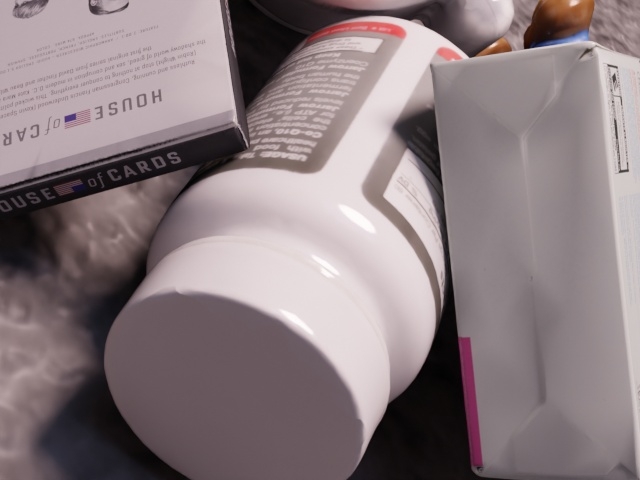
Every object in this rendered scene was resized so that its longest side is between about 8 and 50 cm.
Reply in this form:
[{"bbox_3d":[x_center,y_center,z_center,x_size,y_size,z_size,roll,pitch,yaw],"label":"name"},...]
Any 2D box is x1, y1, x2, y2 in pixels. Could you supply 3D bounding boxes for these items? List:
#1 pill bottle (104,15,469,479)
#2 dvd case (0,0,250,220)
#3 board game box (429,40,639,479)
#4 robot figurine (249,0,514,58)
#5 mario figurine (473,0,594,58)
[{"bbox_3d":[0.000,0.000,0.645,0.161,0.161,0.283,38,39,-7],"label":"pill bottle"},{"bbox_3d":[-0.140,-0.123,0.643,0.029,0.179,0.239,66,11,-54],"label":"dvd case"},{"bbox_3d":[0.173,0.002,0.705,0.303,0.097,0.224,-9,94,-63],"label":"board game box"},{"bbox_3d":[0.022,-0.249,0.791,0.300,0.200,0.353,53,-2,-5],"label":"robot figurine"},{"bbox_3d":[0.251,-0.068,0.905,0.170,0.198,0.320,-2,52,-57],"label":"mario figurine"}]
